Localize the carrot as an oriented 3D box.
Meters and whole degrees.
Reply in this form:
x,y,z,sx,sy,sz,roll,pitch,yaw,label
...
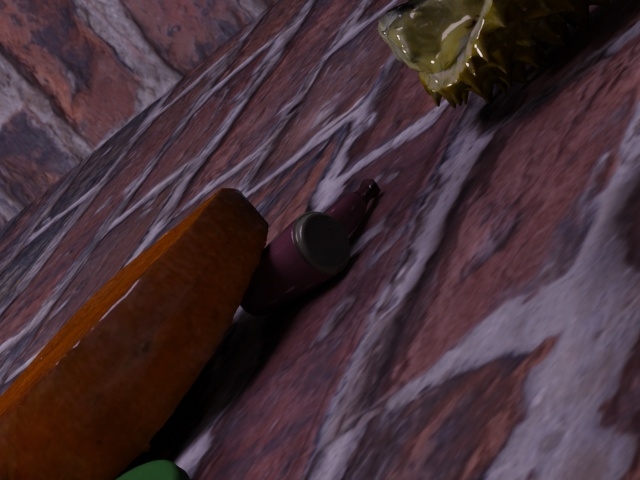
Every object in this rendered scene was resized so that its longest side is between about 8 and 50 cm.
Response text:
x,y,z,sx,sy,sz,roll,pitch,yaw,label
-0.153,0.087,1.536,0.307,0.100,0.258,-47,11,-2,carrot

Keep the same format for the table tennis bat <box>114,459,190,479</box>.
x,y,z,sx,sy,sz,roll,pitch,yaw,label
-0.181,0.225,1.372,0.257,0.039,0.160,-20,26,49,table tennis bat

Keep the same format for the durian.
x,y,z,sx,sy,sz,roll,pitch,yaw,label
0.128,-0.201,1.520,0.172,0.166,0.306,-44,2,-14,durian

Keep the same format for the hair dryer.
x,y,z,sx,sy,sz,roll,pitch,yaw,label
0.005,-0.004,1.551,0.154,0.054,0.106,-41,2,-42,hair dryer
